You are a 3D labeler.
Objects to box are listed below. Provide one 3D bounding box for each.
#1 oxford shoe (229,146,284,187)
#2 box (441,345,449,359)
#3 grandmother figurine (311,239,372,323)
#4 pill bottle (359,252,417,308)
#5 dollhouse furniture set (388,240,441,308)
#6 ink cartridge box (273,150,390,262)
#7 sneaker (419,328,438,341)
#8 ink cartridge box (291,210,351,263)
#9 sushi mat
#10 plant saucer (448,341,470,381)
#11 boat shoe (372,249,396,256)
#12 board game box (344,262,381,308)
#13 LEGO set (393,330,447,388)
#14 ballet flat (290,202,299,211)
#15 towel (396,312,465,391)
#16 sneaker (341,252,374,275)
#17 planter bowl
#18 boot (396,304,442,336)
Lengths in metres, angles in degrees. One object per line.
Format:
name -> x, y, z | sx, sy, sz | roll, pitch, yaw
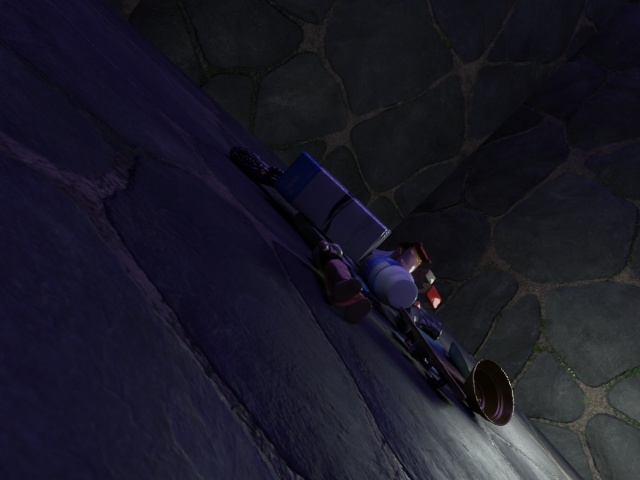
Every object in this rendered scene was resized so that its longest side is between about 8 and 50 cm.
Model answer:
oxford shoe -> -0.238, -0.255, 1.893 | 0.227, 0.083, 0.096 | 34, -20, -21
box -> 0.537, 0.495, 2.235 | 0.116, 0.029, 0.162 | 50, 7, 35
grandmother figurine -> 0.040, 0.086, 1.420 | 0.342, 0.104, 0.208 | -124, -165, -70
pill bottle -> 0.252, 0.152, 1.926 | 0.152, 0.152, 0.272 | 43, 1, -20
dollhouse furniture set -> 0.437, 0.203, 2.443 | 0.152, 0.201, 0.374 | 5, -48, 59
ink cartridge box -> 0.053, -0.109, 1.863 | 0.395, 0.166, 0.285 | 44, 6, 8
sneaker -> 0.438, 0.371, 2.295 | 0.188, 0.067, 0.078 | 50, 29, 20
ink cartridge box -> 0.000, 0.000, 1.817 | 0.171, 0.056, 0.235 | 42, 8, -29
sushi mat -> 0.332, 0.337, 1.561 | 0.317, 0.019, 0.151 | 56, 2, 25
plant saucer -> 0.544, 0.496, 2.059 | 0.195, 0.037, 0.195 | 158, -90, -90
boat shoe -> 0.301, 0.129, 2.581 | 0.367, 0.156, 0.136 | -6, 51, -44
board game box -> 0.138, 0.156, 1.855 | 0.126, 0.026, 0.186 | 41, 8, -27
LEGO set -> 0.322, 0.360, 1.610 | 0.182, 0.060, 0.244 | 44, 3, -7
ballet flat -> -0.131, -0.210, 2.230 | 0.206, 0.067, 0.073 | 47, 6, 8
towel -> 0.427, 0.418, 1.941 | 0.271, 0.040, 0.370 | 43, 6, -17
sneaker -> 0.195, 0.112, 2.096 | 0.252, 0.111, 0.103 | 43, 7, -22
planter bowl -> 0.542, 0.510, 1.747 | 0.217, 0.090, 0.217 | 21, 55, -33
boot -> 0.367, 0.296, 1.885 | 0.161, 0.083, 0.246 | 29, 15, 7
